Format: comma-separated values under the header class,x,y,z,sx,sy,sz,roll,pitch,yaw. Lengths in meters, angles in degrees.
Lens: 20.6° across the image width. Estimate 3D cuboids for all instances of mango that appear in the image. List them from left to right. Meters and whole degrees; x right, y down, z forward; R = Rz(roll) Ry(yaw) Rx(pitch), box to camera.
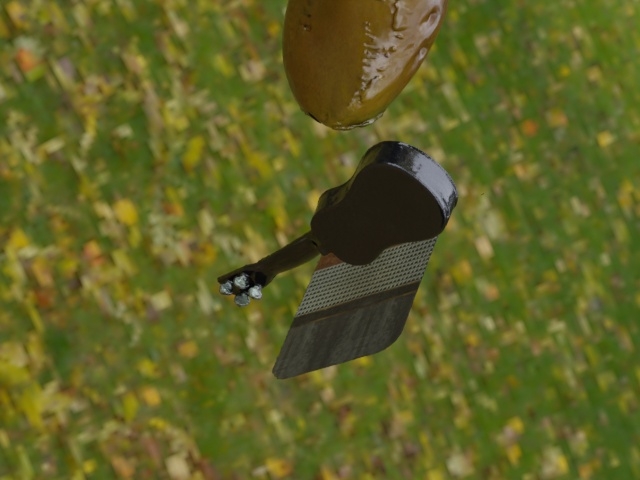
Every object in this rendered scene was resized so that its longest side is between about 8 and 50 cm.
class,x,y,z,sx,sy,sz,roll,pitch,yaw
mango,0.046,-0.227,1.697,0.156,0.151,0.249,-84,-168,-85

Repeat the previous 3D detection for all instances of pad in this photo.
class,x,y,z,sx,sy,sz,roll,pitch,yaw
pad,0.093,0.014,1.867,0.055,0.323,0.250,40,39,-14

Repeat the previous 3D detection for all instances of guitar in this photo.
class,x,y,z,sx,sy,sz,roll,pitch,yaw
guitar,-0.001,0.002,1.432,0.084,0.271,0.038,43,45,-17
